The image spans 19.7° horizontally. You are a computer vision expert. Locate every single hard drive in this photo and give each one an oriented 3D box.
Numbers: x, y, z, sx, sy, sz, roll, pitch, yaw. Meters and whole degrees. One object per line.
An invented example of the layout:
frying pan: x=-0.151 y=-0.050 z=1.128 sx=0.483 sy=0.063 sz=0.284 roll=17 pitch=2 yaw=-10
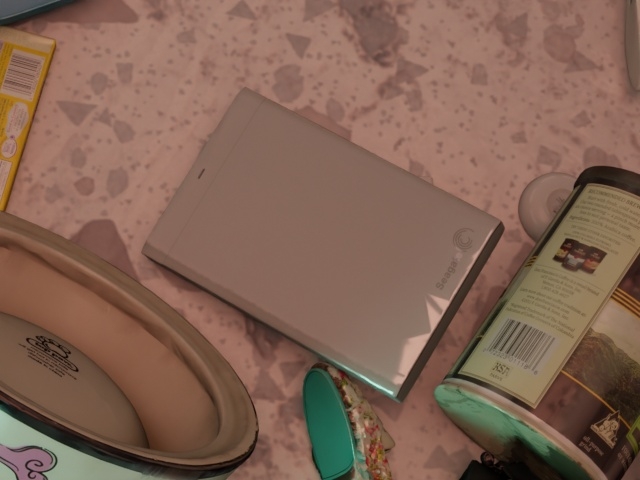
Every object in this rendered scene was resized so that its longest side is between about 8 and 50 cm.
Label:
hard drive: x=0.000 y=0.000 z=1.834 sx=0.307 sy=0.040 sz=0.203 roll=29 pitch=82 yaw=20

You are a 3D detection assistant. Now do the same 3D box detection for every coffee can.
coffee can: x=0.269 y=0.094 z=1.816 sx=0.201 sy=0.201 sz=0.275 roll=35 pitch=76 yaw=3

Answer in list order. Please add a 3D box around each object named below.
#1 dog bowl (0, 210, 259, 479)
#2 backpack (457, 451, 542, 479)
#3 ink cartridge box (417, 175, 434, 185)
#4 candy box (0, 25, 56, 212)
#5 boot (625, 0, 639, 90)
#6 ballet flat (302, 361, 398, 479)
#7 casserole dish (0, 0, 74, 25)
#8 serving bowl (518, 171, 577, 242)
dog bowl: x=-0.264 y=0.132 z=1.663 sx=0.408 sy=0.408 sz=0.150 roll=33 pitch=105 yaw=2
backpack: x=0.196 y=0.314 z=1.790 sx=0.182 sy=0.115 sz=0.152 roll=30 pitch=52 yaw=-1
ink cartridge box: x=0.058 y=-0.016 z=1.895 sx=0.122 sy=0.052 sz=0.089 roll=-3 pitch=76 yaw=-5
candy box: x=-0.349 y=-0.124 z=1.887 sx=0.105 sy=0.027 sz=0.206 roll=15 pitch=75 yaw=0
boot: x=0.375 y=-0.251 z=1.980 sx=0.086 sy=0.069 sz=0.190 roll=2 pitch=74 yaw=-3
ballet flat: x=0.045 y=0.235 z=1.828 sx=0.077 sy=0.091 sz=0.241 roll=-8 pitch=80 yaw=-40
casserole dish: x=-0.308 y=-0.282 z=1.913 sx=0.188 sy=0.037 sz=0.114 roll=-23 pitch=71 yaw=-18
serving bowl: x=0.251 y=-0.034 z=1.935 sx=0.083 sy=0.027 sz=0.083 roll=1 pitch=77 yaw=-6
